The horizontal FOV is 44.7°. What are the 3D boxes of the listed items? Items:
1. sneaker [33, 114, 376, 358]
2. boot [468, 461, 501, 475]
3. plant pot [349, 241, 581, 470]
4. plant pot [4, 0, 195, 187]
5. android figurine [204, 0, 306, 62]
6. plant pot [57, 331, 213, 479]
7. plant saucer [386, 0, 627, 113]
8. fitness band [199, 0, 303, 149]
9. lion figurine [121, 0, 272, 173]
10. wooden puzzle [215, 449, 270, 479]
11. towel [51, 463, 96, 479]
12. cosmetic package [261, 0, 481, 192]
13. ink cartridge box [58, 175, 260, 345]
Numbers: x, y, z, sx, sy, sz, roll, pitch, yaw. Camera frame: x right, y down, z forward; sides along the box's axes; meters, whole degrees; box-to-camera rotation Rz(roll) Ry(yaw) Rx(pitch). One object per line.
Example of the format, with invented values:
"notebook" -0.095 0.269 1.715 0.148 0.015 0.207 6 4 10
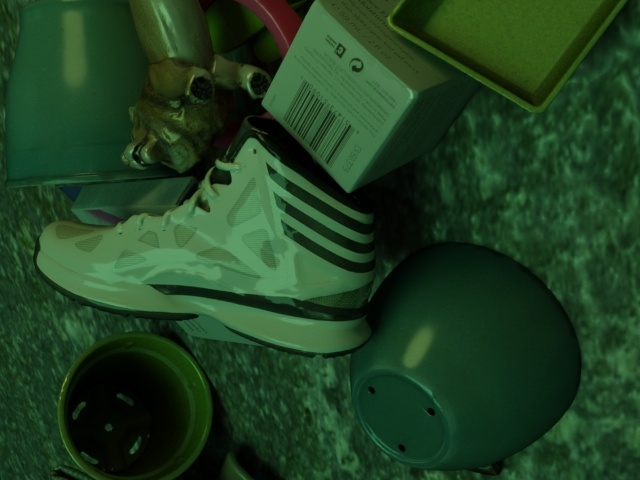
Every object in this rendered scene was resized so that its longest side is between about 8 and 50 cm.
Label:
"sneaker" -0.139 -0.035 0.949 0.448 0.169 0.257 11 106 15
"boot" 0.192 0.298 1.095 0.114 0.037 0.106 5 154 41
"plant pot" 0.149 0.171 0.977 0.290 0.195 0.290 18 122 32
"plant pot" -0.331 -0.213 1.144 0.272 0.272 0.255 0 97 39
"android figurine" -0.112 -0.345 0.999 0.273 0.056 0.248 -17 107 54
"plant pot" -0.376 0.336 1.471 0.276 0.276 0.254 56 145 2
"plant saucer" 0.195 -0.236 0.779 0.188 0.045 0.188 37 88 20
"fitness band" -0.116 -0.228 1.013 0.291 0.054 0.209 -21 104 54
"lion figurine" -0.184 -0.266 0.918 0.240 0.142 0.391 18 121 56
"wooden puzzle" -0.086 0.595 1.476 0.348 0.081 0.322 42 132 21
"towel" -0.319 0.541 1.463 0.324 0.056 0.312 3 143 41
"cosmetic package" 0.067 -0.177 0.870 0.151 0.184 0.151 46 134 12
"ink cartridge box" -0.231 0.041 1.221 0.330 0.071 0.324 -1 138 38
